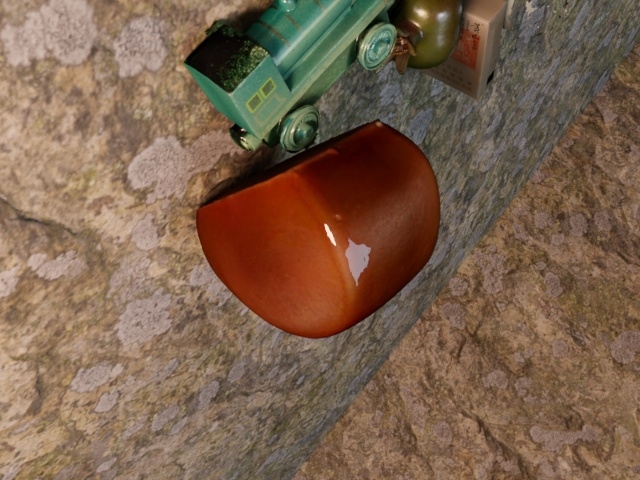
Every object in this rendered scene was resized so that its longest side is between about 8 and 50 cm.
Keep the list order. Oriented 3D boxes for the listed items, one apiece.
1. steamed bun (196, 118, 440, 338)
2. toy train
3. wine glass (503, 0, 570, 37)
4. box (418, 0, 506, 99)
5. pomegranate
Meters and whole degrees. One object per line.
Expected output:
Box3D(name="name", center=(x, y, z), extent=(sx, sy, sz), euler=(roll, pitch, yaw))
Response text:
Box3D(name="steamed bun", center=(0.000, 0.000, 0.971), extent=(0.235, 0.248, 0.379), euler=(-35, -169, -33))
Box3D(name="toy train", center=(-0.022, -0.253, 0.871), extent=(0.298, 0.120, 0.194), euler=(-49, 152, -7))
Box3D(name="wine glass", center=(0.330, -0.506, 1.069), extent=(0.190, 0.190, 0.357), euler=(-45, 152, -16))
Box3D(name="box", center=(0.242, -0.354, 1.182), extent=(0.058, 0.141, 0.201), euler=(-50, 159, -17))
Box3D(name="pomegranate", center=(0.139, -0.325, 1.030), extent=(0.191, 0.131, 0.152), euler=(-50, 155, -35))
